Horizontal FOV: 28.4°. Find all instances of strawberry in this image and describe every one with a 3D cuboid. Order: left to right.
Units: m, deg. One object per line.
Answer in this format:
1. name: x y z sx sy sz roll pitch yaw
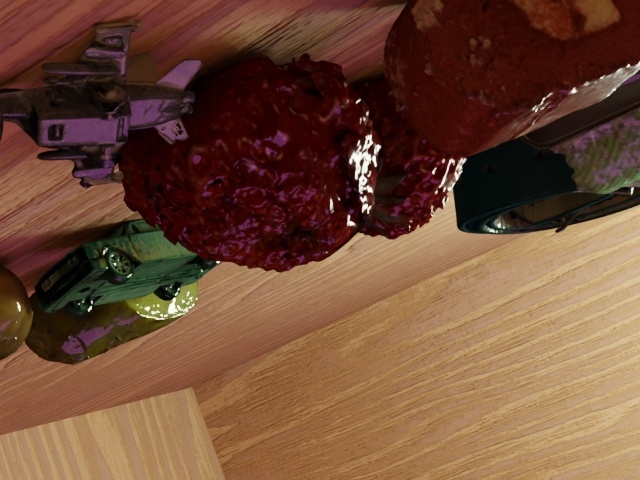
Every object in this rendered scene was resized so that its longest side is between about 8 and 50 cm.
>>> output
1. strawberry: -0.060 -0.072 1.319 0.274 0.220 0.274 -24 173 -3
2. strawberry: 0.109 -0.124 1.578 0.244 0.205 0.205 -39 -178 -34

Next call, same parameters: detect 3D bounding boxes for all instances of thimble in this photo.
1. thimble: 0.396 -0.176 1.744 0.150 0.219 0.219 -26 170 25

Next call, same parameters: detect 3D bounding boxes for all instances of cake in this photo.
1. cake: 0.198 -0.205 1.278 0.283 0.177 0.151 -24 172 -21

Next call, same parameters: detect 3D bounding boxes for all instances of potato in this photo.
1. potato: -0.462 0.104 1.728 0.137 0.137 0.176 -18 168 -19
2. potato: -0.321 0.093 1.950 0.298 0.141 0.176 -23 -173 -34

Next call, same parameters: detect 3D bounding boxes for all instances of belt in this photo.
1. belt: 0.390 -0.115 2.054 0.300 0.173 0.436 -3 167 -32

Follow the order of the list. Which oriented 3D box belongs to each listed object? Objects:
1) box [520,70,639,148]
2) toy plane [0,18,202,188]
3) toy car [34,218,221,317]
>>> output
1. box: 0.341 -0.230 1.567 0.274 0.138 0.178 -27 160 18
2. toy plane: -0.235 -0.110 1.121 0.262 0.088 0.192 -13 141 -26
3. toy car: -0.260 0.031 1.818 0.141 0.097 0.320 -36 164 35
